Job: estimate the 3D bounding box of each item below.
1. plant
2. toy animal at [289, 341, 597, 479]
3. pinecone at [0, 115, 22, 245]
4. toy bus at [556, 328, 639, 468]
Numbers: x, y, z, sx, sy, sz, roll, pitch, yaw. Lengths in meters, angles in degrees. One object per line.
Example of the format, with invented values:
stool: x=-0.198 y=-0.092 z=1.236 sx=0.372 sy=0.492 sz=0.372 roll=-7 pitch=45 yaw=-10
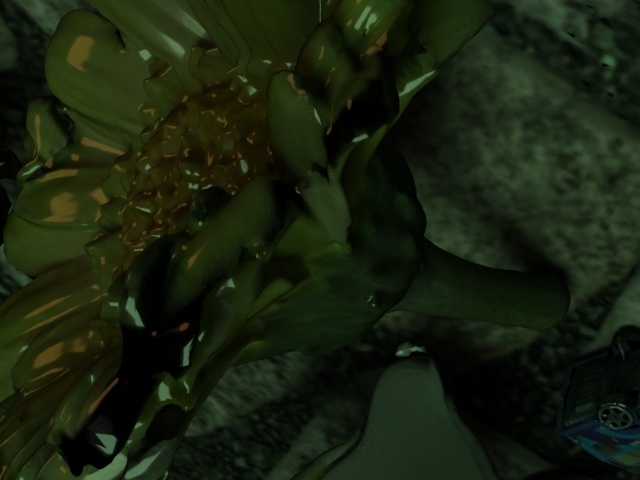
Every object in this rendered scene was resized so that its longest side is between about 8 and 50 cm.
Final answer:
plant: x=-0.032 y=0.018 z=0.732 sx=0.306 sy=0.261 sz=0.297 roll=-10 pitch=128 yaw=48
toy animal: x=0.051 y=0.208 z=0.933 sx=0.174 sy=0.249 sz=0.289 roll=45 pitch=-173 yaw=28
pinecone: x=-0.230 y=-0.025 z=0.864 sx=0.165 sy=0.163 sz=0.163 roll=-18 pitch=123 yaw=28
toy bus: x=0.185 y=0.066 z=0.829 sx=0.061 sy=0.051 sz=0.153 roll=39 pitch=137 yaw=-22
